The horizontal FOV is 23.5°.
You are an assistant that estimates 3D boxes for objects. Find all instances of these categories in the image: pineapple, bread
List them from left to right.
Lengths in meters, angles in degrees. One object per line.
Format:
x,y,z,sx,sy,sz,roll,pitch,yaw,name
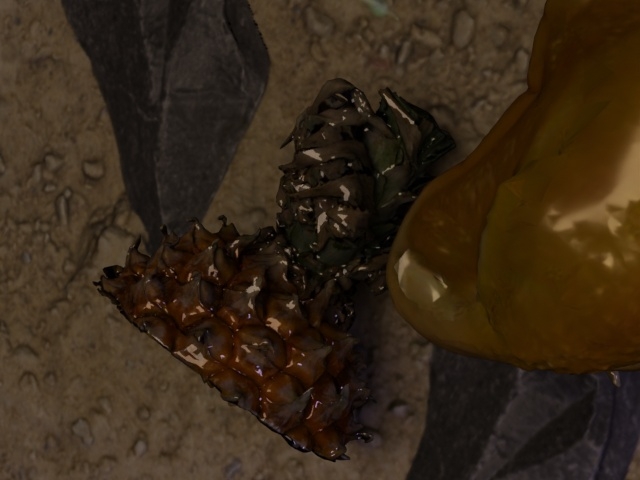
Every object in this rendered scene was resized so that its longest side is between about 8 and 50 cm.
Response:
0.000,0.000,1.233,0.262,0.262,0.271,39,93,26,pineapple
0.227,-0.045,1.010,0.250,0.394,0.361,32,100,11,bread
